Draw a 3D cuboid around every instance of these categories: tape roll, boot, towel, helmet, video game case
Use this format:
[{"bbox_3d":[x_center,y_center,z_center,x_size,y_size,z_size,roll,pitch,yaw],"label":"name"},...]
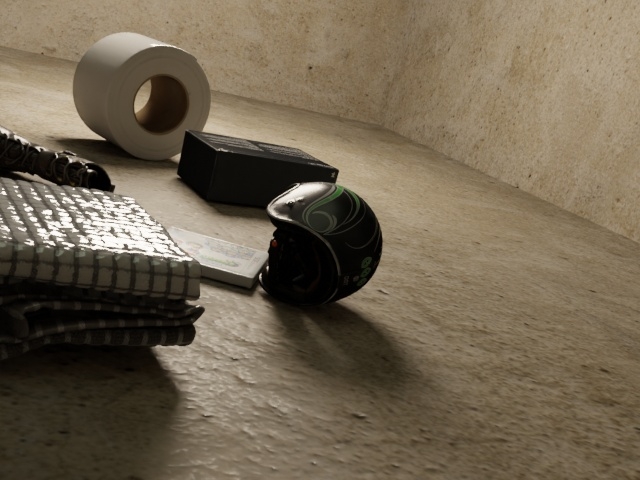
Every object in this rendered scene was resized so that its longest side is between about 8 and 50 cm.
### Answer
[{"bbox_3d":[-0.380,-0.309,1.705,0.246,0.246,0.169,1,20,-42],"label":"tape roll"},{"bbox_3d":[-0.453,-0.136,1.223,0.229,0.091,0.263,19,-1,12],"label":"boot"},{"bbox_3d":[-0.267,0.025,0.802,0.235,0.121,0.284,7,14,-33],"label":"towel"},{"bbox_3d":[0.000,0.000,1.066,0.169,0.169,0.161,20,31,19],"label":"helmet"},{"bbox_3d":[-0.157,0.021,1.115,0.157,0.019,0.143,15,14,3],"label":"video game case"}]

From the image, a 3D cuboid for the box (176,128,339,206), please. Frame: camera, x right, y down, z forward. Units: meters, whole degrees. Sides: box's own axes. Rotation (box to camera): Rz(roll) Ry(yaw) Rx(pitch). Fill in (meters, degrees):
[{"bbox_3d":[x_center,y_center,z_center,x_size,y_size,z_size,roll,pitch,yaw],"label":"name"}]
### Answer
[{"bbox_3d":[-0.125,-0.135,1.575,0.261,0.103,0.184,6,13,-30],"label":"box"}]
